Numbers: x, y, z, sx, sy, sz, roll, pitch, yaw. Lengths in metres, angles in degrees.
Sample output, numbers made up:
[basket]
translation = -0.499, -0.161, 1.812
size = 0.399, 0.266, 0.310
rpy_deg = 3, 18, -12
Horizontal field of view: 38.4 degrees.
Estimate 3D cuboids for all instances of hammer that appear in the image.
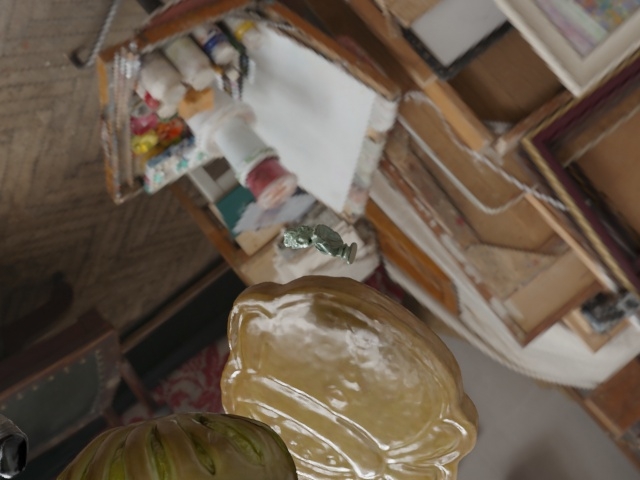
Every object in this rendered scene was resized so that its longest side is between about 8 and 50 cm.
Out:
[hammer]
translation = -0.397, 0.122, 0.890
size = 0.044, 0.427, 0.152
rpy_deg = -9, 117, -46

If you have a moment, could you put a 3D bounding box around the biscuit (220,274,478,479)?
[biscuit]
translation = 0.024, 0.201, 1.080
size = 0.057, 0.312, 0.351
rpy_deg = -54, 162, -52

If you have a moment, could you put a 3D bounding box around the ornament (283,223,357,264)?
[ornament]
translation = 0.003, 0.001, 1.194
size = 0.068, 0.092, 0.041
rpy_deg = 7, 100, -43

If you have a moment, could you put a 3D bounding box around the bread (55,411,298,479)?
[bread]
translation = -0.128, 0.207, 0.807
size = 0.213, 0.105, 0.213
rpy_deg = -5, 163, -1
